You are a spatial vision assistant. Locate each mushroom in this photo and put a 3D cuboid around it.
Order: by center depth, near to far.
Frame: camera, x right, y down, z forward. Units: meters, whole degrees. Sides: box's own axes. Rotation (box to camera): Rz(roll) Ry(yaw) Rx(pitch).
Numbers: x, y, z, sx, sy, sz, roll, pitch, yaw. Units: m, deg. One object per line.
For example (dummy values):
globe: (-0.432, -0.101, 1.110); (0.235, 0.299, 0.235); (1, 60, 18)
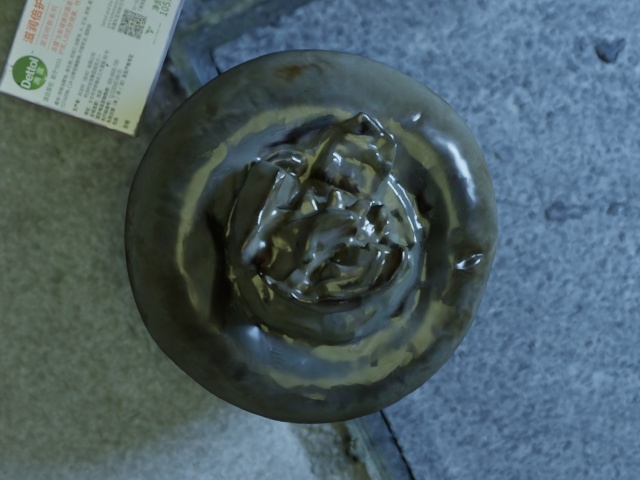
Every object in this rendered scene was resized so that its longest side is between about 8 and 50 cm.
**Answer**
mushroom: (0.000, 0.000, 0.660); (0.226, 0.178, 0.226); (-2, 97, -20)

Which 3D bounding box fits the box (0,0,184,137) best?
box: (-0.134, -0.134, 0.675); (0.089, 0.043, 0.125); (20, 96, -15)
